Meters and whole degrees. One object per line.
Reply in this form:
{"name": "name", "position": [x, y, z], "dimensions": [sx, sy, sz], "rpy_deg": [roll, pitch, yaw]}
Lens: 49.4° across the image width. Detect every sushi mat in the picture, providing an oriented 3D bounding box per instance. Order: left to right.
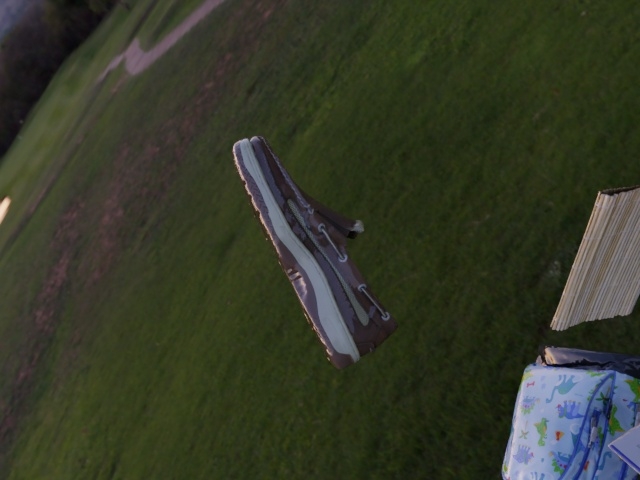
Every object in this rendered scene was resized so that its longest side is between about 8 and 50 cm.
{"name": "sushi mat", "position": [0.460, 0.030, 1.078], "dimensions": [0.317, 0.151, 0.019], "rpy_deg": [88, 165, -46]}

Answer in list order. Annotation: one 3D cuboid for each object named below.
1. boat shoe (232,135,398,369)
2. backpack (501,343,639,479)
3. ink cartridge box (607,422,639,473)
{"name": "boat shoe", "position": [-0.001, 0.000, 0.727], "dimensions": [0.095, 0.257, 0.095], "rpy_deg": [-27, 5, -7]}
{"name": "backpack", "position": [0.524, 0.399, 1.430], "dimensions": [0.290, 0.273, 0.356], "rpy_deg": [-3, 79, 62]}
{"name": "ink cartridge box", "position": [0.665, 0.339, 1.052], "dimensions": [0.307, 0.072, 0.303], "rpy_deg": [-33, 39, -10]}
